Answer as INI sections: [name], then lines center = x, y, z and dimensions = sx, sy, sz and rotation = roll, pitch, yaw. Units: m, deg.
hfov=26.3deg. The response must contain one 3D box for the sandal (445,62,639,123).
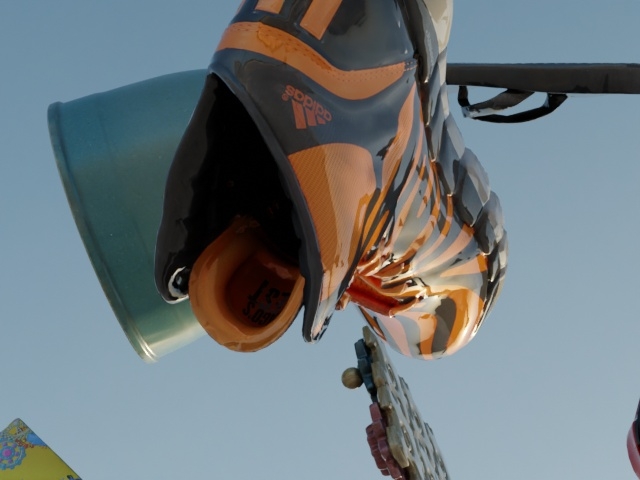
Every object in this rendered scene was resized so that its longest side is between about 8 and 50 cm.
[sandal]
center = 0.172, -0.127, 1.195
dimensions = 0.097, 0.254, 0.054
rotation = -5, -81, -38

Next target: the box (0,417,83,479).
[box]
center = -0.376, 0.425, 1.643
dimensions = 0.279, 0.290, 0.177
rotation = 39, -28, 22

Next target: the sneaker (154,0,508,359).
[sneaker]
center = 0.000, 0.000, 0.689
dimensions = 0.125, 0.180, 0.321
rotation = 12, -34, 27

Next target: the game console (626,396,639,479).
[game console]
center = 0.529, 0.173, 1.440
dimensions = 0.387, 0.342, 0.060
rotation = 23, -29, 2

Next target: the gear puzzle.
[gear puzzle]
center = 0.097, 0.239, 1.352
dimensions = 0.044, 0.175, 0.339
rotation = -22, -48, 8

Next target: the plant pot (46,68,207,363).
[plant pot]
center = -0.095, -0.051, 1.340
dimensions = 0.255, 0.271, 0.271
rotation = -21, -54, -1
